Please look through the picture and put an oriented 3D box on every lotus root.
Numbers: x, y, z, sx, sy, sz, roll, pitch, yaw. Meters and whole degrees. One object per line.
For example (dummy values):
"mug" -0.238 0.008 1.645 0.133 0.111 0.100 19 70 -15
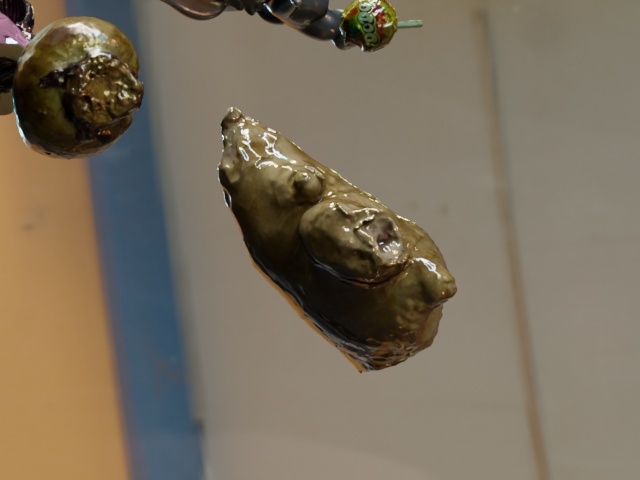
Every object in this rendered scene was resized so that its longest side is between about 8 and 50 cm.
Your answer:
"lotus root" -0.192 -0.109 1.467 0.108 0.094 0.191 -60 -164 -11

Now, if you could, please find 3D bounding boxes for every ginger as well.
"ginger" 0.000 0.000 1.724 0.270 0.123 0.219 41 -19 -12

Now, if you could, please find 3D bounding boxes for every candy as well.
"candy" 0.074 -0.226 2.036 0.060 0.201 0.060 2 -84 20

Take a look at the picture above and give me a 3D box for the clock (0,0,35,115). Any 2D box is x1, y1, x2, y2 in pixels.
"clock" -0.402 -0.236 2.143 0.195 0.194 0.100 -109 -145 -53

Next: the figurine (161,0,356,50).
"figurine" -0.063 -0.294 2.060 0.140 0.265 0.193 -13 -117 26
